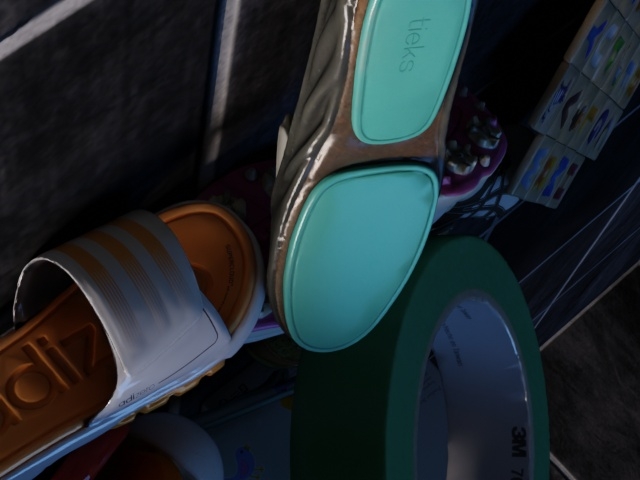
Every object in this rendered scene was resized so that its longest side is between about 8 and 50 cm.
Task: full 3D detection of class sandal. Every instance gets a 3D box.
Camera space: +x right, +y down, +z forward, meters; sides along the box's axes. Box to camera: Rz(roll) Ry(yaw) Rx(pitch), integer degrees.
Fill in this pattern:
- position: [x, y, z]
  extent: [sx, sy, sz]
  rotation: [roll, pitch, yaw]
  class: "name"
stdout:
- position: [-0.132, 0.055, 0.797]
  extent: [0.265, 0.102, 0.076]
  rotation: [-38, 155, -27]
  class: "sandal"

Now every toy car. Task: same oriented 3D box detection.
- position: [-0.155, 0.140, 0.867]
  extent: [0.159, 0.182, 0.136]
  rotation: [-55, 157, -30]
  class: "toy car"

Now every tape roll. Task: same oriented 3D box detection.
- position: [0.086, 0.156, 1.130]
  extent: [0.077, 0.321, 0.321]
  rotation: [-3, -173, 28]
  class: "tape roll"

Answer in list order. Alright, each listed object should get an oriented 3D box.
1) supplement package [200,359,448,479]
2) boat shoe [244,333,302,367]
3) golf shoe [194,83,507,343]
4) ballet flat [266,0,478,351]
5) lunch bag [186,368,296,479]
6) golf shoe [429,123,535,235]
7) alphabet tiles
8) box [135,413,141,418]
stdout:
- position: [0.036, 0.225, 1.445]
  extent: [0.199, 0.262, 0.198]
  rotation: [-37, 165, -22]
  class: "supplement package"
- position: [0.035, 0.047, 1.275]
  extent: [0.104, 0.110, 0.307]
  rotation: [-36, 163, 24]
  class: "boat shoe"
- position: [0.000, 0.000, 0.997]
  extent: [0.306, 0.115, 0.140]
  rotation: [-31, 165, -37]
  class: "golf shoe"
- position: [0.025, -0.065, 0.823]
  extent: [0.095, 0.096, 0.280]
  rotation: [-1, 132, -21]
  class: "ballet flat"
- position: [-0.049, 0.233, 1.242]
  extent: [0.279, 0.224, 0.108]
  rotation: [-20, 172, -18]
  class: "lunch bag"
- position: [0.131, -0.060, 1.255]
  extent: [0.198, 0.077, 0.094]
  rotation: [-34, 163, -39]
  class: "golf shoe"
- position: [0.253, -0.157, 1.292]
  extent: [0.285, 0.011, 0.342]
  rotation: [-61, 164, 8]
  class: "alphabet tiles"
- position: [-0.179, 0.315, 1.071]
  extent: [0.290, 0.279, 0.177]
  rotation: [-52, 164, 30]
  class: "box"
